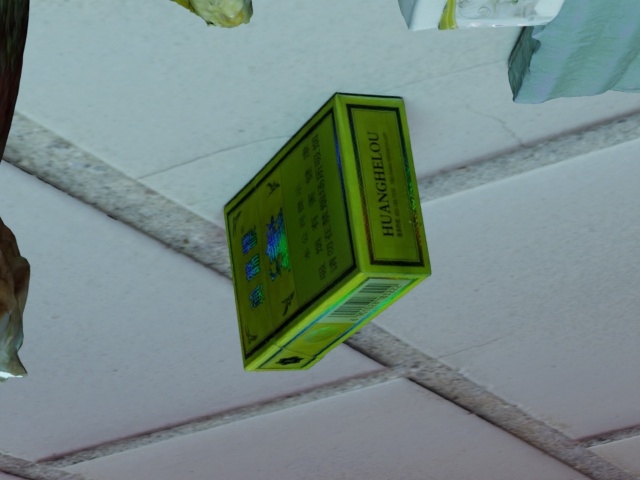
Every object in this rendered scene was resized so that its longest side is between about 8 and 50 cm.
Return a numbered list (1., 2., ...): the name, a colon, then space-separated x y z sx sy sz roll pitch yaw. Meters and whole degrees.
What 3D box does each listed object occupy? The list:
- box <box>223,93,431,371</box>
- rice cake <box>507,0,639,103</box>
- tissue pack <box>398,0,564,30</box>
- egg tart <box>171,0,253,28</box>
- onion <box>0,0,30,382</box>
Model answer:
1. box: 0.000 0.000 1.439 0.064 0.141 0.220 2 157 -28
2. rice cake: 0.196 -0.151 1.249 0.127 0.043 0.237 -4 159 -7
3. tissue pack: 0.092 -0.191 1.008 0.099 0.106 0.149 -5 160 -8
4. egg tart: -0.096 -0.183 0.876 0.090 0.212 0.212 -51 154 0
5. onion: -0.268 -0.075 0.763 0.353 0.354 0.353 -7 160 -3
